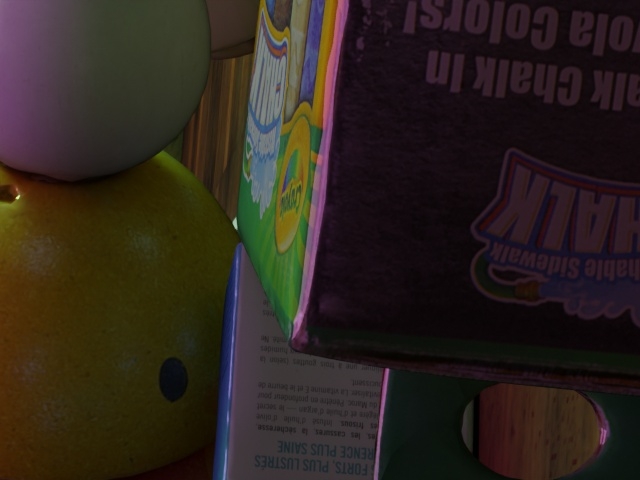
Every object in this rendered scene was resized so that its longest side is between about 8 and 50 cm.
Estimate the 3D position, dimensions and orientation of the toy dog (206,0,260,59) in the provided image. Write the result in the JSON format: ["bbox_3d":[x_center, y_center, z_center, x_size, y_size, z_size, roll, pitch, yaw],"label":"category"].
[{"bbox_3d":[-0.108,-0.375,1.469,0.284,0.395,0.408,-15,62,34],"label":"toy dog"}]

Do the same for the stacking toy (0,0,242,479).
[{"bbox_3d":[-0.137,0.066,0.887,0.350,0.350,0.480,-97,14,-56],"label":"stacking toy"}]

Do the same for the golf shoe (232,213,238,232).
[{"bbox_3d":[0.000,0.000,1.032,0.198,0.077,0.094,-123,50,-67],"label":"golf shoe"}]

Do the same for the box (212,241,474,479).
[{"bbox_3d":[0.006,0.127,0.757,0.060,0.100,0.244,112,162,-68],"label":"box"}]

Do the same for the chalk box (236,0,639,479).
[{"bbox_3d":[0.056,-0.040,0.410,0.132,0.132,0.213,-124,42,-77],"label":"chalk box"}]
